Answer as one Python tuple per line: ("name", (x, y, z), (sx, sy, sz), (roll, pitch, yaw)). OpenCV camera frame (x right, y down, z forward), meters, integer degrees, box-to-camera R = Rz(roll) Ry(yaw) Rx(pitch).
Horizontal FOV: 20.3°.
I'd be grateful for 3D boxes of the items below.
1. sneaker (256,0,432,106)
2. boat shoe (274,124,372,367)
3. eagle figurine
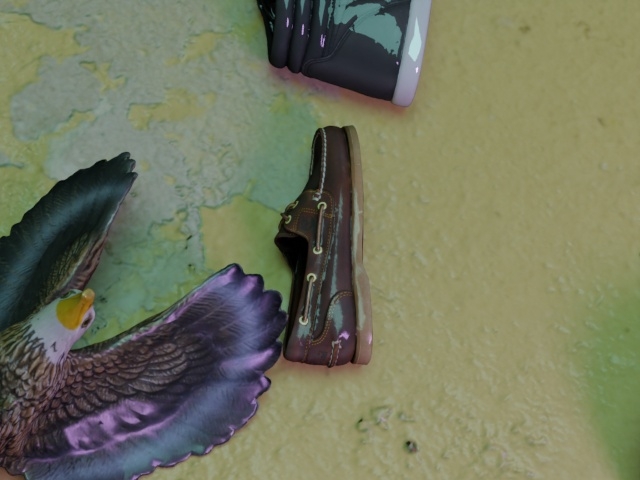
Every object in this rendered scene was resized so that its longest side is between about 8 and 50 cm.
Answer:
("sneaker", (0.022, -0.260, 1.524), (0.147, 0.104, 0.296), (9, 66, -6))
("boat shoe", (0.000, 0.000, 1.405), (0.073, 0.073, 0.207), (1, 62, -6))
("eagle figurine", (-0.197, 0.084, 1.310), (0.298, 0.225, 0.226), (-30, 110, -49))
